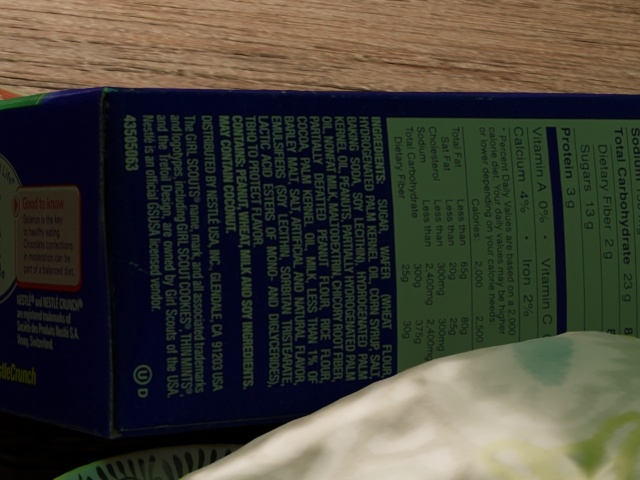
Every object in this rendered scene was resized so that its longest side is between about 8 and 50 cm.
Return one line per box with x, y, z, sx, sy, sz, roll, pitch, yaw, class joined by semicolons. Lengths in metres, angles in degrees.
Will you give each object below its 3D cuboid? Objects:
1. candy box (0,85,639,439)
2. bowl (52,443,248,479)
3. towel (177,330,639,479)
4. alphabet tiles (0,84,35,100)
0.000;0.000;0.757;0.317;0.122;0.268;-1;1;-32;candy box
-0.014;0.131;0.536;0.170;0.080;0.170;8;18;-3;bowl
-0.024;0.139;0.250;0.374;0.090;0.320;-25;23;-15;towel
-0.169;-0.050;0.974;0.278;0.021;0.284;16;12;-22;alphabet tiles
